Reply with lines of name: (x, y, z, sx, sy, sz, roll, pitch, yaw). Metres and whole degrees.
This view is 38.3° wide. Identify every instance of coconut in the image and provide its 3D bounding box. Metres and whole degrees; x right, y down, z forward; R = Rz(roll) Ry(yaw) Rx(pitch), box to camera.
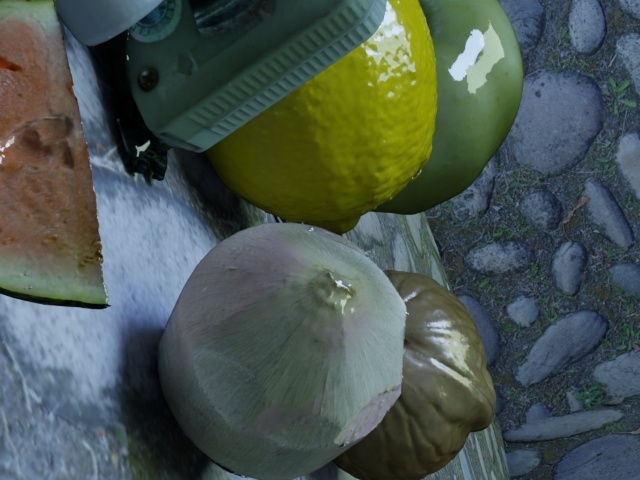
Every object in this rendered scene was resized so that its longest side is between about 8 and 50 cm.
coconut: (-0.019, 0.067, 0.623, 0.183, 0.171, 0.171, -52, -139, 48)

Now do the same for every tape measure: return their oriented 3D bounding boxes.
tape measure: (-0.090, -0.196, 0.715, 0.207, 0.235, 0.115, 60, 12, 13)

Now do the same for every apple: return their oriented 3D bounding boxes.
apple: (0.106, -0.210, 1.289, 0.357, 0.357, 0.357, -18, 90, -79)

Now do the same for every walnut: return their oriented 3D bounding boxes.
walnut: (0.076, 0.144, 0.966, 0.228, 0.228, 0.228, -18, 90, -79)

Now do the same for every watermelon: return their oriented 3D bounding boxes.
watermelon: (-0.159, -0.033, 0.447, 0.069, 0.087, 0.163, 128, -49, -66)

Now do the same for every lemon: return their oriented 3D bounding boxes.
lemon: (-0.009, -0.149, 0.889, 0.245, 0.245, 0.320, -86, 164, -62)

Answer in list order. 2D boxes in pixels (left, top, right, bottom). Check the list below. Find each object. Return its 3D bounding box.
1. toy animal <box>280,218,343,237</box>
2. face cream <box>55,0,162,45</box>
toy animal: (0.003, 0.009, 1.183, 0.275, 0.054, 0.149, 43, 28, -63)
face cream: (-0.209, -0.267, 0.561, 0.314, 0.089, 0.143, 54, 18, -26)
